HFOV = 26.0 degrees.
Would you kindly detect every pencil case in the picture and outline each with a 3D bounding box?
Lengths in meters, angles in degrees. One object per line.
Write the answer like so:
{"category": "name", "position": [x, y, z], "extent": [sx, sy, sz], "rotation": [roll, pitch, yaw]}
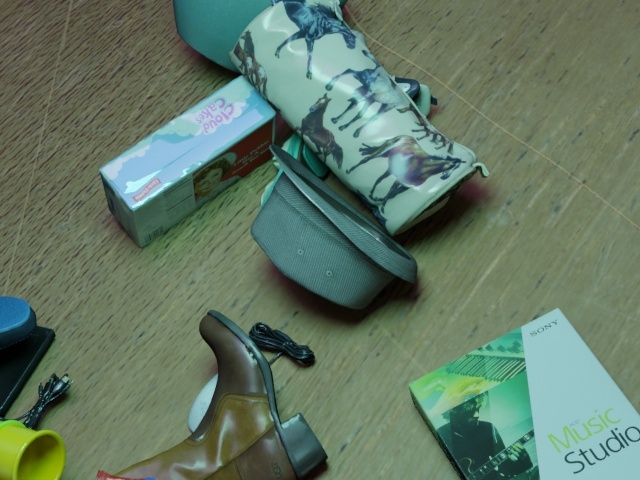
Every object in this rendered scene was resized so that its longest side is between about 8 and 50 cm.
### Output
{"category": "pencil case", "position": [0.054, -0.192, 2.010], "extent": [0.183, 0.160, 0.410], "rotation": [-44, 77, 13]}

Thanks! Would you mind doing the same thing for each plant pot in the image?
{"category": "plant pot", "position": [-0.128, -0.388, 2.249], "extent": [0.290, 0.290, 0.195], "rotation": [43, 108, 36]}

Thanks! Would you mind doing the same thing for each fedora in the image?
{"category": "fedora", "position": [0.000, 0.000, 1.928], "extent": [0.275, 0.244, 0.124], "rotation": [38, 97, -4]}

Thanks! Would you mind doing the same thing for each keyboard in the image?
{"category": "keyboard", "position": [-0.468, 0.250, 1.952], "extent": [0.201, 0.033, 0.317], "rotation": [11, 56, 29]}

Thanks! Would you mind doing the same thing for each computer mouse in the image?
{"category": "computer mouse", "position": [-0.106, 0.193, 1.900], "extent": [0.106, 0.042, 0.193], "rotation": [32, 65, 31]}

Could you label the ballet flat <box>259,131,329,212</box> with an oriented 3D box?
{"category": "ballet flat", "position": [-0.041, -0.102, 2.099], "extent": [0.087, 0.083, 0.247], "rotation": [-4, 48, 29]}

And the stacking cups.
{"category": "stacking cups", "position": [-0.487, 0.267, 1.874], "extent": [0.316, 0.096, 0.096], "rotation": [11, 55, 34]}

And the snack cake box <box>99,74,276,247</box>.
{"category": "snack cake box", "position": [-0.196, -0.119, 2.089], "extent": [0.264, 0.152, 0.089], "rotation": [-35, 73, -16]}

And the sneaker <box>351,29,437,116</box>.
{"category": "sneaker", "position": [0.105, -0.235, 2.158], "extent": [0.153, 0.094, 0.235], "rotation": [-5, 51, 8]}

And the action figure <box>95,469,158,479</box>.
{"category": "action figure", "position": [-0.141, 0.369, 1.692], "extent": [0.280, 0.091, 0.139], "rotation": [6, 66, 1]}

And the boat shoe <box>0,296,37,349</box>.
{"category": "boat shoe", "position": [-0.515, 0.148, 1.984], "extent": [0.258, 0.089, 0.109], "rotation": [-13, 34, 18]}

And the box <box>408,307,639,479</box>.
{"category": "box", "position": [0.285, 0.256, 1.743], "extent": [0.232, 0.058, 0.322], "rotation": [-26, 50, -8]}

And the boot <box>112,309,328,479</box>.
{"category": "boot", "position": [-0.173, 0.259, 1.812], "extent": [0.280, 0.096, 0.264], "rotation": [-32, 80, -8]}
